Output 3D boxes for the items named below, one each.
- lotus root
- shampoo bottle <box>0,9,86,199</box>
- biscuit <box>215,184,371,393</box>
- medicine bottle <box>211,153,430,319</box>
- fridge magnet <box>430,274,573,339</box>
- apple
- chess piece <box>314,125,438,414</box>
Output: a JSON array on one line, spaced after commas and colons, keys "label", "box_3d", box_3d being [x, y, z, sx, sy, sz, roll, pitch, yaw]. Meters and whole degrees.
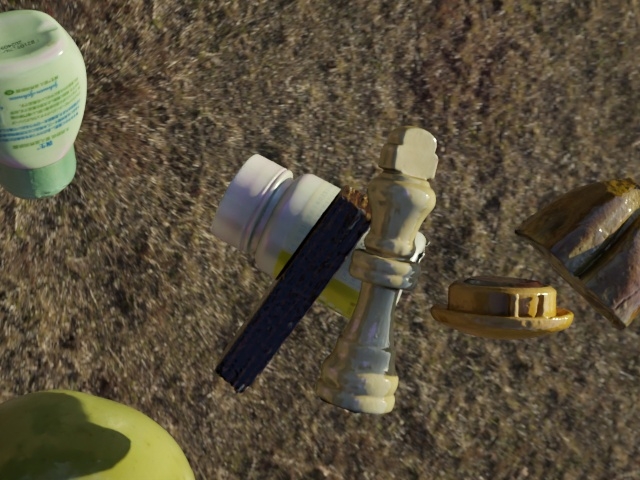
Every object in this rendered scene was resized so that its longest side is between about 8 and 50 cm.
[{"label": "lotus root", "box_3d": [0.415, 0.001, 1.156, 0.180, 0.199, 0.188, -43, 119, 8]}, {"label": "shampoo bottle", "box_3d": [-0.506, -0.211, 1.386, 0.222, 0.349, 0.151, -29, 62, -28]}, {"label": "biscuit", "box_3d": [-0.044, 0.082, 1.338, 0.073, 0.107, 0.388, 35, 104, -3]}, {"label": "medicine bottle", "box_3d": [0.000, 0.000, 1.550, 0.379, 0.213, 0.213, 29, 88, 6]}, {"label": "fridge magnet", "box_3d": [0.185, 0.069, 0.826, 0.143, 0.143, 0.063, 0, 93, -19]}, {"label": "apple", "box_3d": [-0.402, 0.475, 1.244, 0.474, 0.474, 0.473, -3, 99, -18]}, {"label": "chess piece", "box_3d": [0.090, 0.037, 1.124, 0.117, 0.117, 0.397, 11, 95, -20]}]
